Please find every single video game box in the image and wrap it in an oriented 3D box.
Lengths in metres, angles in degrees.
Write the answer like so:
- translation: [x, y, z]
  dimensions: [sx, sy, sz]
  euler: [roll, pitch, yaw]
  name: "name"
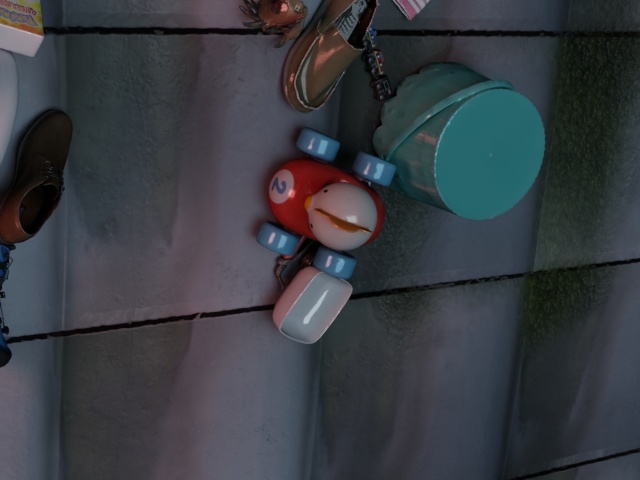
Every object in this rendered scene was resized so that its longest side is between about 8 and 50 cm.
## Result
- translation: [-0.484, -0.352, 1.486]
  dimensions: [0.205, 0.187, 0.048]
  euler: [12, 138, -33]
  name: "video game box"

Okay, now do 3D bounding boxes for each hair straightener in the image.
- translation: [0.000, 0.000, 1.980]
  dimensions: [0.089, 0.047, 0.230]
  euler: [34, 90, -35]
  name: "hair straightener"

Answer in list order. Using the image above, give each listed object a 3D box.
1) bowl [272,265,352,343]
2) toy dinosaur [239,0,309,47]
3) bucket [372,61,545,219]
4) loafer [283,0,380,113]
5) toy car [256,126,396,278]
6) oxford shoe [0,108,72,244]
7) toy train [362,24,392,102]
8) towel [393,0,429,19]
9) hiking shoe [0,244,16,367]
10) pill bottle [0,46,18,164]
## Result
- translation: [-0.022, 0.112, 1.987]
  dimensions: [0.142, 0.053, 0.142]
  euler: [-55, 145, 3]
  name: "bowl"
- translation: [-0.110, -0.423, 1.716]
  dimensions: [0.296, 0.127, 0.200]
  euler: [18, 106, -28]
  name: "toy dinosaur"
- translation: [0.255, -0.177, 1.979]
  dimensions: [0.281, 0.183, 0.281]
  euler: [-11, 113, -27]
  name: "bucket"
- translation: [0.019, -0.328, 1.842]
  dimensions: [0.094, 0.087, 0.251]
  euler: [21, 97, -34]
  name: "loafer"
- translation: [0.014, -0.053, 1.823]
  dimensions: [0.210, 0.238, 0.219]
  euler: [23, 96, -5]
  name: "toy car"
- translation: [-0.412, -0.096, 1.645]
  dimensions: [0.083, 0.096, 0.227]
  euler: [36, 62, -45]
  name: "oxford shoe"
- translation: [0.096, -0.317, 1.928]
  dimensions: [0.036, 0.027, 0.158]
  euler: [-32, 122, -20]
  name: "toy train"
- translation: [0.185, -0.501, 1.910]
  dimensions: [0.197, 0.029, 0.144]
  euler: [-47, 125, -7]
  name: "towel"
- translation: [-0.514, 0.058, 1.661]
  dimensions: [0.132, 0.113, 0.304]
  euler: [-25, 119, -19]
  name: "hiking shoe"
- translation: [-0.625, -0.201, 1.428]
  dimensions: [0.408, 0.229, 0.229]
  euler: [13, 101, -33]
  name: "pill bottle"
